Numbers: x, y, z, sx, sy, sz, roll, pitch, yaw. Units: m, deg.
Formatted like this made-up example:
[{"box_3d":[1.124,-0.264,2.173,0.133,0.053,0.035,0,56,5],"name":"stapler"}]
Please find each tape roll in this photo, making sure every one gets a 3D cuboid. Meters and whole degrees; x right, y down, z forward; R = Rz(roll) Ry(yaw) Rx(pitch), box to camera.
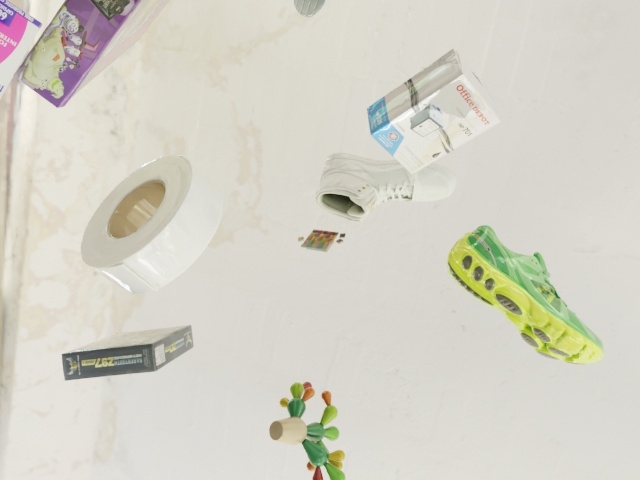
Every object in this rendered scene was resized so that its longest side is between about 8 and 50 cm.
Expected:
[{"box_3d":[-0.338,-0.035,1.090,0.286,0.100,0.286,-20,-135,21],"name":"tape roll"}]

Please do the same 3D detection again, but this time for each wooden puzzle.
[{"box_3d":[0.000,0.000,0.919,0.083,0.049,0.006,8,-49,28],"name":"wooden puzzle"}]

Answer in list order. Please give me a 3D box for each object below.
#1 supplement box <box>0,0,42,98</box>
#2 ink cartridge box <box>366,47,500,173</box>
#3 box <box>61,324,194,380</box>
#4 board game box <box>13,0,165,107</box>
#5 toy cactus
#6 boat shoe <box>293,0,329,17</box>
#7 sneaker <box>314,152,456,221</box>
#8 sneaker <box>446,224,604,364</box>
[{"box_3d":[-0.555,-0.282,0.843,0.114,0.111,0.219,25,-94,37],"name":"supplement box"},{"box_3d":[0.201,-0.226,0.977,0.191,0.140,0.082,-29,-136,31],"name":"ink cartridge box"},{"box_3d":[-0.389,0.229,1.129,0.184,0.233,0.059,-6,-91,4],"name":"box"},{"box_3d":[-0.178,-0.272,0.562,0.208,0.056,0.346,-39,-154,16],"name":"board game box"},{"box_3d":[-0.033,0.363,1.031,0.112,0.181,0.218,-34,-125,24],"name":"toy cactus"},{"box_3d":[0.015,-0.565,1.141,0.083,0.076,0.226,44,-29,-4],"name":"boat shoe"},{"box_3d":[0.135,-0.096,1.153,0.293,0.169,0.108,7,-48,11],"name":"sneaker"},{"box_3d":[0.342,0.084,0.862,0.295,0.123,0.109,41,-24,-2],"name":"sneaker"}]
